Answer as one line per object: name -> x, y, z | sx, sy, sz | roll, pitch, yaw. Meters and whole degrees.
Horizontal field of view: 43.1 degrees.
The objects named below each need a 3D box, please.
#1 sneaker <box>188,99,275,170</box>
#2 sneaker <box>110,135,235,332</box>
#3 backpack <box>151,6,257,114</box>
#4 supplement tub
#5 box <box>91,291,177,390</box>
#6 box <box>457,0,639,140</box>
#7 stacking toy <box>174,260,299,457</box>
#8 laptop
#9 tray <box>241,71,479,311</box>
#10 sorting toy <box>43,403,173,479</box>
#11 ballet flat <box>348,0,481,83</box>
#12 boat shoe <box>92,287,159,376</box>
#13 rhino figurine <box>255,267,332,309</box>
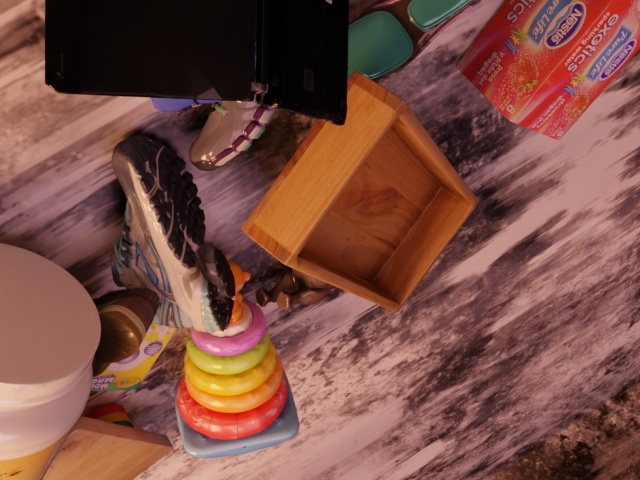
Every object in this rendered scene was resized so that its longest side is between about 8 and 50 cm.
sneaker -> -0.079, -0.177, 0.841 | 0.223, 0.083, 0.098 | -47, 124, 9
sneaker -> -0.194, 0.010, 0.927 | 0.122, 0.110, 0.283 | -5, 131, 12
backpack -> -0.111, -0.176, 0.752 | 0.120, 0.101, 0.098 | -12, 152, 8
supplement tub -> -0.383, 0.178, 0.867 | 0.228, 0.228, 0.316 | 4, 131, -42
box -> -0.269, 0.146, 1.089 | 0.105, 0.043, 0.179 | 7, 130, -44
box -> 0.311, -0.265, 0.994 | 0.128, 0.122, 0.257 | 9, 127, -46
stacking toy -> -0.129, 0.144, 1.132 | 0.175, 0.165, 0.302 | -10, 129, -11
laptop -> -0.085, -0.225, 0.682 | 0.264, 0.137, 0.234 | -4, 96, -65
tray -> 0.072, -0.035, 1.008 | 0.203, 0.076, 0.411 | -54, 157, 3
sorting toy -> -0.385, 0.321, 1.150 | 0.257, 0.089, 0.255 | -38, 153, 4
ballet flat -> 0.088, -0.237, 0.890 | 0.221, 0.079, 0.077 | -37, 103, 2
boat shoe -> -0.258, 0.106, 0.965 | 0.223, 0.080, 0.073 | -22, -161, 48
rhino figurine -> 0.000, 0.000, 1.106 | 0.106, 0.073, 0.243 | -13, 140, -44
